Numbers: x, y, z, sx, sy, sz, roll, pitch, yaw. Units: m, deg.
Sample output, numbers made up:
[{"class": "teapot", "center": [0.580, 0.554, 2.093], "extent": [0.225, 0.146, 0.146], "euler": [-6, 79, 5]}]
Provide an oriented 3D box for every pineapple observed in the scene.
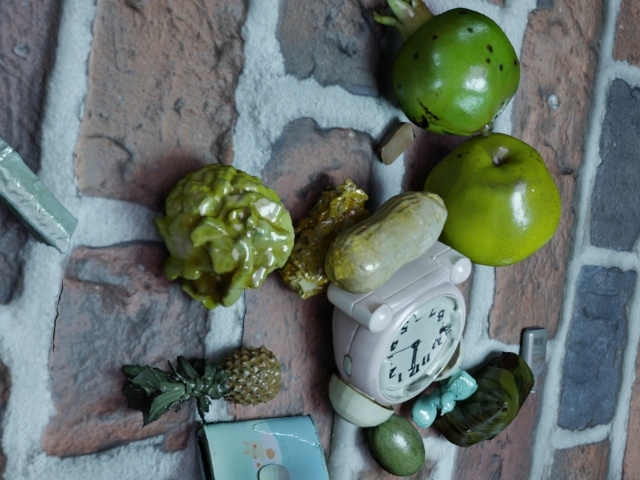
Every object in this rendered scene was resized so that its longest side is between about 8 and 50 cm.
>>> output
[{"class": "pineapple", "center": [-0.209, 0.254, 1.397], "extent": [0.277, 0.119, 0.130], "euler": [-7, 119, -32]}]

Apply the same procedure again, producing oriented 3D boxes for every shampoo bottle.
[{"class": "shampoo bottle", "center": [0.542, 0.305, 1.971], "extent": [0.080, 0.040, 0.165], "euler": [-2, 99, -36]}]

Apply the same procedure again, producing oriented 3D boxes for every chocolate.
[{"class": "chocolate", "center": [0.155, -0.205, 1.632], "extent": [0.101, 0.031, 0.064], "euler": [-49, 138, -15]}, {"class": "chocolate", "center": [0.126, 0.000, 1.475], "extent": [0.309, 0.134, 0.134], "euler": [-34, 115, -35]}]

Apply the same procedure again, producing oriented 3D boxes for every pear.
[{"class": "pear", "center": [0.362, -0.077, 1.651], "extent": [0.294, 0.294, 0.294], "euler": [-6, 100, -34]}]

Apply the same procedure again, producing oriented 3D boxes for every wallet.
[{"class": "wallet", "center": [-0.109, 0.425, 1.480], "extent": [0.250, 0.075, 0.176], "euler": [4, 58, -35]}]

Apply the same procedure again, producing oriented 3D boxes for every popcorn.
[{"class": "popcorn", "center": [-0.160, -0.004, 1.340], "extent": [0.259, 0.212, 0.259], "euler": [0, 89, -34]}]

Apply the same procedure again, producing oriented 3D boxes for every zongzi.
[{"class": "zongzi", "center": [0.418, 0.336, 1.747], "extent": [0.286, 0.300, 0.138], "euler": [-34, 78, -27]}]

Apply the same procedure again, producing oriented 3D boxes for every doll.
[{"class": "doll", "center": [0.266, 0.347, 1.715], "extent": [0.059, 0.159, 0.158], "euler": [45, 80, -4]}]

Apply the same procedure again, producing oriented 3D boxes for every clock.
[{"class": "clock", "center": [0.159, 0.193, 1.583], "extent": [0.342, 0.184, 0.326], "euler": [-23, 125, -28]}]

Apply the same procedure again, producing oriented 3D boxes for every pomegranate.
[{"class": "pomegranate", "center": [0.243, -0.356, 1.551], "extent": [0.340, 0.260, 0.260], "euler": [43, 70, 0]}]

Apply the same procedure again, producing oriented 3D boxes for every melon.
[{"class": "melon", "center": [0.166, 0.449, 1.686], "extent": [0.114, 0.114, 0.167], "euler": [-47, 119, -20]}]

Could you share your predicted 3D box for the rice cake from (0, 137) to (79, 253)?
[{"class": "rice cake", "center": [-0.459, -0.072, 1.202], "extent": [0.069, 0.063, 0.206], "euler": [-53, 123, -24]}]

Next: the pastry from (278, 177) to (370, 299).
[{"class": "pastry", "center": [0.000, 0.000, 1.507], "extent": [0.250, 0.102, 0.154], "euler": [-52, 133, -21]}]
